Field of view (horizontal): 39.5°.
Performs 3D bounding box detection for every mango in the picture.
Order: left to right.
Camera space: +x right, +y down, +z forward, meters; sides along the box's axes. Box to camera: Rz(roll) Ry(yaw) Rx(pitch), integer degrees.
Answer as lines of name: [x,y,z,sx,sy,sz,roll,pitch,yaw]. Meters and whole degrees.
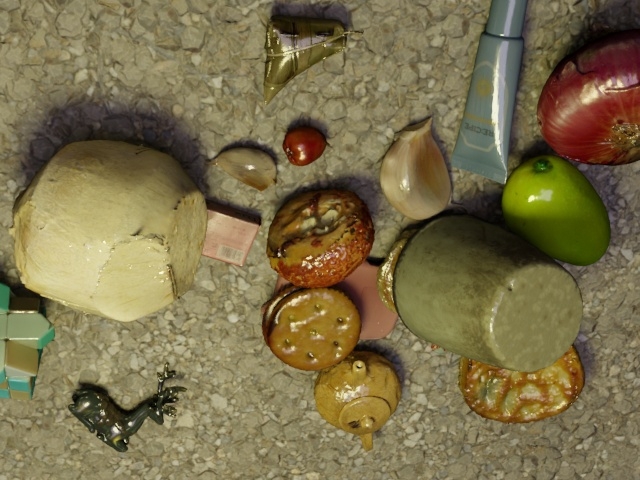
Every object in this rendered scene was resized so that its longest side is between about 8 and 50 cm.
mango: [0.509,-0.046,1.903,0.192,0.156,0.343,-34,128,19]

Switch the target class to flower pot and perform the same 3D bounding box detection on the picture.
flower pot: [0.342,0.119,1.800,0.293,0.330,0.293,-5,105,-21]

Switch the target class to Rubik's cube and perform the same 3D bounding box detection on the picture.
Rubik's cube: [-0.668,0.198,1.858,0.224,0.265,0.213,7,148,-10]

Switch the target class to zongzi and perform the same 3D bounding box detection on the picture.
zongzi: [-0.018,-0.347,1.754,0.189,0.081,0.178,3,114,-5]

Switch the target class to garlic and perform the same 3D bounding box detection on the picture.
garlic: [-0.153,-0.153,1.840,0.152,0.066,0.084,24,112,-18]
garlic: [0.214,-0.106,1.895,0.148,0.128,0.266,-18,127,16]

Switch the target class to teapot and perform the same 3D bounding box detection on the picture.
teapot: [0.093,0.377,2.043,0.203,0.167,0.311,-11,128,-5]

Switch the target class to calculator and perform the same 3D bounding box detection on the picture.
calculator: [0.044,0.125,2.001,0.329,0.048,0.220,10,112,-13]

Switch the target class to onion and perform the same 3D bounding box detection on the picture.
onion: [0.592,-0.307,1.754,0.347,0.285,0.347,-7,157,-3]

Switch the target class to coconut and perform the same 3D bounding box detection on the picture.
coconut: [-0.421,-0.021,1.735,0.360,0.346,0.346,12,115,12]

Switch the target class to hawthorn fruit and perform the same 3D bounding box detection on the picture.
hawthorn fruit: [-0.027,-0.197,1.833,0.093,0.081,0.081,-27,118,-26]

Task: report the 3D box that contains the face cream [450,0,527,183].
face cream: [0.350,-0.313,1.802,0.135,0.086,0.385,23,118,33]

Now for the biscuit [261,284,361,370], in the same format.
biscuit: [-0.019,0.190,1.959,0.220,0.066,0.220,-4,117,-9]

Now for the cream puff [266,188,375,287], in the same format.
cream puff: [0.000,0.001,1.848,0.240,0.240,0.164,-15,137,1]

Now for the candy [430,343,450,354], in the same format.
candy: [0.299,0.131,2.022,0.086,0.059,0.292,9,113,-7]

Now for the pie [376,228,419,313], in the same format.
pie: [0.200,0.069,1.951,0.163,0.079,0.193,16,95,-28]

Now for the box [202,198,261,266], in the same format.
box: [-0.216,-0.019,1.901,0.156,0.060,0.111,19,112,-17]

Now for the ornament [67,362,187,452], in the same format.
ornament: [-0.430,0.362,2.048,0.236,0.080,0.202,-33,116,12]

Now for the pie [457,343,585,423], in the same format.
pie: [0.466,0.305,2.107,0.315,0.092,0.315,0,116,0]
